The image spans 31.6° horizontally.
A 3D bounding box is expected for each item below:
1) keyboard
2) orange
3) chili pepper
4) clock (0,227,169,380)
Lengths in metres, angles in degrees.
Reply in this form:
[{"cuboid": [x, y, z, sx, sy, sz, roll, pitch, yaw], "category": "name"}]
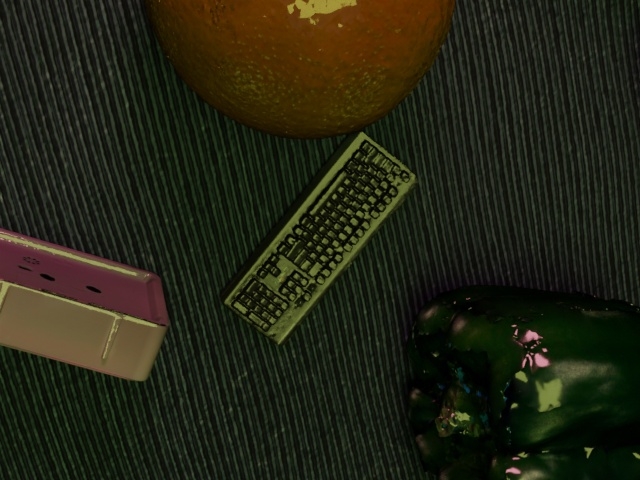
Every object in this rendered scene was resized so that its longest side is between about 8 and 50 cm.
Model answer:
[{"cuboid": [0.000, 0.000, 1.159, 0.093, 0.025, 0.230, 37, 95, -17], "category": "keyboard"}, {"cuboid": [-0.019, -0.220, 0.967, 0.274, 0.274, 0.274, -3, 106, -12], "category": "orange"}, {"cuboid": [0.229, 0.158, 1.158, 0.256, 0.233, 0.249, -1, 122, -21], "category": "chili pepper"}, {"cuboid": [-0.247, 0.055, 1.051, 0.197, 0.150, 0.063, 18, 103, -17], "category": "clock"}]
